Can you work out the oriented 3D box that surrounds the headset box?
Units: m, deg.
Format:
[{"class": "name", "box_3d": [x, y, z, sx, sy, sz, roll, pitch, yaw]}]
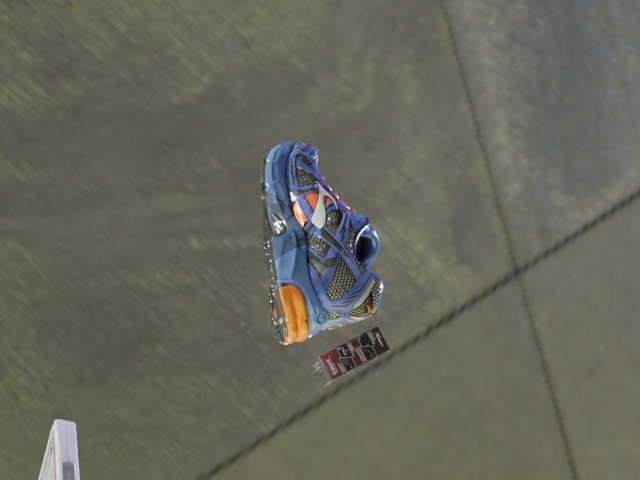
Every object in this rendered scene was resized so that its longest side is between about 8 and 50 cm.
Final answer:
[{"class": "headset box", "box_3d": [0.029, 0.130, 1.790, 0.083, 0.062, 0.032, -26, 82, -12]}]

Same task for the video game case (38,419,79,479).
[{"class": "video game case", "box_3d": [-0.264, 0.336, 1.581, 0.025, 0.285, 0.204, 10, 115, -16]}]

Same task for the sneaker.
[{"class": "sneaker", "box_3d": [0.000, 0.000, 1.242, 0.087, 0.221, 0.083, -3, 129, -4]}]
